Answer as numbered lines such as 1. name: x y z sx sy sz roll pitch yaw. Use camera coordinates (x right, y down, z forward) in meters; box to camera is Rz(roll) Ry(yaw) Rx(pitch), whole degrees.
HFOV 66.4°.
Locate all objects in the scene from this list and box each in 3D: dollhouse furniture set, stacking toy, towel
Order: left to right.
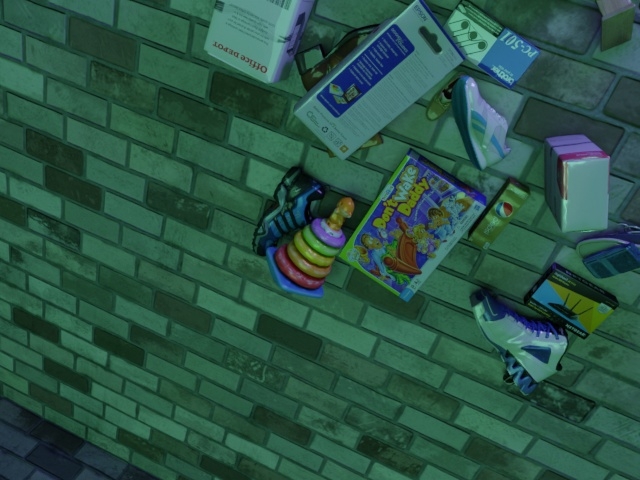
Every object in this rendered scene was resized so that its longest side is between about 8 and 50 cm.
1. stacking toy: 0.000 0.000 1.333 0.165 0.175 0.302 16 122 -37
2. towel: 0.682 0.051 1.137 0.067 0.029 0.119 49 144 -4
3. dollhouse furniture set: 0.619 -0.503 0.981 0.144 0.123 0.151 -18 71 25

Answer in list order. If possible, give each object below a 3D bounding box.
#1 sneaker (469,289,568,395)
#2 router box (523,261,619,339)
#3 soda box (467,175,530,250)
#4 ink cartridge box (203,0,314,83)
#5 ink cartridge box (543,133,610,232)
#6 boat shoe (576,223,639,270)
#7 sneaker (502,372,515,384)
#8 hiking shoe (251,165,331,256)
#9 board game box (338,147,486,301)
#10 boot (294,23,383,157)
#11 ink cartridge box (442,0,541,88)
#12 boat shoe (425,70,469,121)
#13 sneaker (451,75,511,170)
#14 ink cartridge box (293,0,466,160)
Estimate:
1. sneaker: 0.545 0.244 1.305 0.182 0.127 0.316 -33 98 18
2. router box: 0.643 0.156 1.262 0.178 0.046 0.133 30 119 5
3. soda box: 0.443 -0.066 1.221 0.058 0.061 0.181 32 120 3
4. ink cartridge box: -0.139 -0.549 1.174 0.198 0.115 0.273 29 119 6
5. ink cartridge box: 0.551 -0.130 1.065 0.092 0.218 0.159 -5 112 15
6. boat shoe: 0.741 0.012 1.138 0.254 0.079 0.095 -4 125 44
7. sneaker: 0.579 0.390 1.402 0.109 0.040 0.044 -15 144 16
8. hiking shoe: -0.096 -0.055 1.386 0.132 0.113 0.304 31 122 0
9. board game box: 0.235 -0.033 1.300 0.233 0.078 0.347 33 120 2
10. boot: 0.098 -0.359 1.194 0.264 0.096 0.281 -18 113 12
11. ink cartridge box: 0.371 -0.438 1.086 0.207 0.046 0.097 36 121 1
12. boat shoe: 0.296 -0.339 1.157 0.050 0.045 0.135 36 120 1
13. sneaker: 0.371 -0.278 1.129 0.092 0.087 0.229 -26 121 4
14. ink cartridge box: 0.126 -0.360 1.123 0.370 0.069 0.175 -36 118 27
